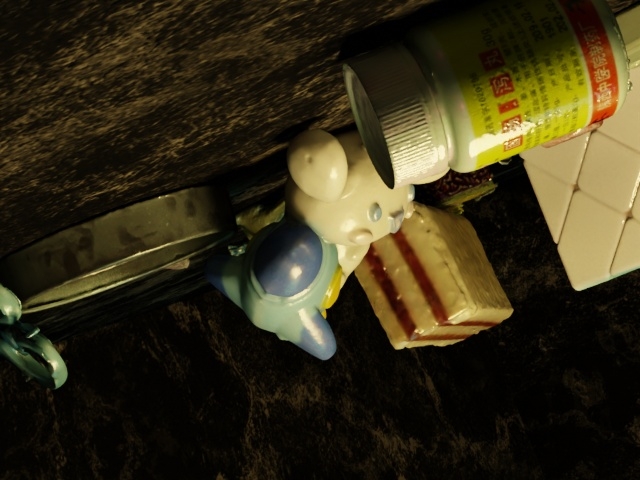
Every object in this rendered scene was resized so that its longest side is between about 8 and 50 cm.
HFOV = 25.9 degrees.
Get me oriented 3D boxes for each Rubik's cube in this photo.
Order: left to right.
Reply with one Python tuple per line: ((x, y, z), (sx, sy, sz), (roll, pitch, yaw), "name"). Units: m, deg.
((0.544, -0.138, 2.193), (0.316, 0.318, 0.322), (-17, 173, -43), "Rubik's cube")

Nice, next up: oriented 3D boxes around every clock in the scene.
((-0.258, 0.012, 1.777), (0.319, 0.066, 0.319), (-21, 176, -2), "clock")

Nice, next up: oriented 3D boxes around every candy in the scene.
((0.167, 0.055, 2.026), (0.135, 0.179, 0.321), (-28, 167, 17), "candy")

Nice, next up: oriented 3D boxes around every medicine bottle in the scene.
((0.145, -0.140, 1.228), (0.225, 0.139, 0.139), (-21, 177, -6), "medicine bottle")

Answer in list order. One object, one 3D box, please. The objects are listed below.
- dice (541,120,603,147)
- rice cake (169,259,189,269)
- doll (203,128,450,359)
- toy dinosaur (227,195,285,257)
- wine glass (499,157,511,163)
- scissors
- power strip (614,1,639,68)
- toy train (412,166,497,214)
((0.358, -0.194, 2.052), (0.093, 0.094, 0.091), (-24, 179, 27), "dice")
((-0.236, 0.019, 2.095), (0.049, 0.055, 0.270), (-17, 179, 2), "rice cake")
((0.005, 0.005, 1.739), (0.376, 0.187, 0.365), (9, 121, -49), "doll")
((-0.089, -0.020, 2.198), (0.147, 0.076, 0.363), (-28, 174, -8), "toy dinosaur")
((0.274, -0.146, 2.507), (0.072, 0.072, 0.155), (-18, 175, -39), "wine glass")
((-0.436, 0.114, 1.803), (0.032, 0.180, 0.393), (-41, -162, -26), "scissors")
((0.382, -0.243, 1.726), (0.194, 0.059, 0.265), (-17, 174, -45), "power strip")
((0.138, -0.082, 2.117), (0.261, 0.134, 0.177), (-20, 176, -26), "toy train")
